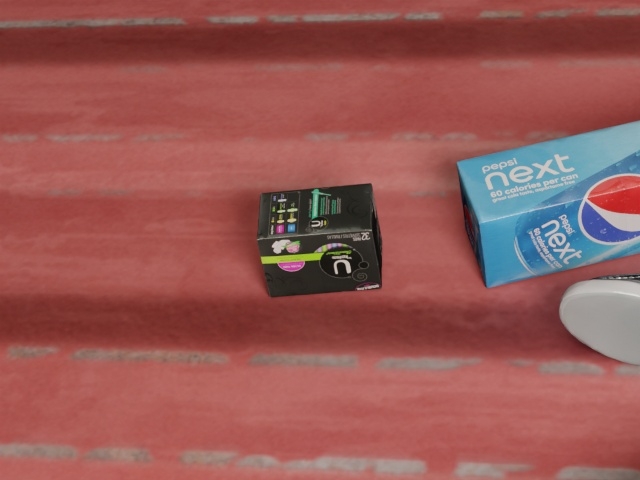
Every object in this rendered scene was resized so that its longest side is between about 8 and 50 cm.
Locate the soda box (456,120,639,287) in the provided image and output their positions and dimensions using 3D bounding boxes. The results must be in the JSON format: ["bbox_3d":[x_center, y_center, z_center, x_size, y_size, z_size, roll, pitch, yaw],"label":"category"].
[{"bbox_3d":[0.209,-0.034,1.257,0.210,0.067,0.071,-13,42,-1],"label":"soda box"}]

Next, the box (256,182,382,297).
[{"bbox_3d":[0.000,0.000,1.269,0.083,0.062,0.052,-6,44,7],"label":"box"}]

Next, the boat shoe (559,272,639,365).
[{"bbox_3d":[0.255,0.039,1.176,0.183,0.065,0.083,8,44,11],"label":"boat shoe"}]
